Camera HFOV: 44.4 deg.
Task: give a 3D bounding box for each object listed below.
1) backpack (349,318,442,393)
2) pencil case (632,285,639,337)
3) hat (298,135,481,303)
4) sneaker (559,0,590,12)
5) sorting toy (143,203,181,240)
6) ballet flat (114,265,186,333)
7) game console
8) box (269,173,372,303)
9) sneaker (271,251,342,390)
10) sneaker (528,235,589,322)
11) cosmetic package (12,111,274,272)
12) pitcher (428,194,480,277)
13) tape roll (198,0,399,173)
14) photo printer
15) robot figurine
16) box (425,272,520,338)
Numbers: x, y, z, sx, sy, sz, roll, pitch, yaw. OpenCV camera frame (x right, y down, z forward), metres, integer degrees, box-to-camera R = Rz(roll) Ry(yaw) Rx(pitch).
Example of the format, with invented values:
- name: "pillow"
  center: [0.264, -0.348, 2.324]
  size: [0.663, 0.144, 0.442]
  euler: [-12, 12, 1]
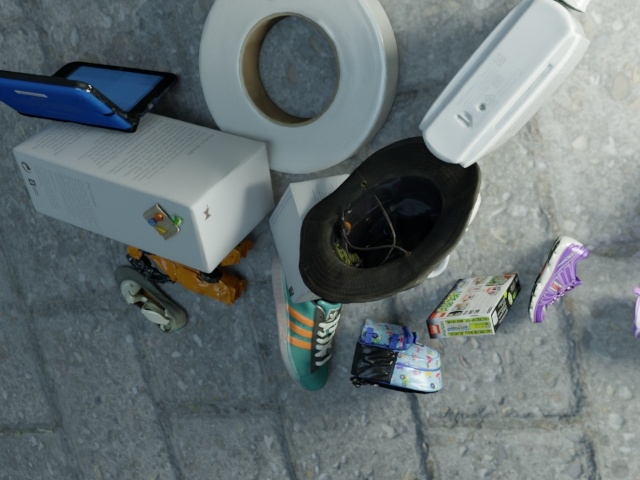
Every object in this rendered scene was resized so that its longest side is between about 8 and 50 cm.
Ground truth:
- name: "backpack"
  center: [0.153, 0.226, 1.499]
  size: [0.173, 0.158, 0.117]
  euler: [11, 94, 8]
- name: "pencil case"
  center: [0.615, 0.132, 1.276]
  size: [0.206, 0.086, 0.088]
  euler: [5, 122, 24]
- name: "hat"
  center: [0.129, -0.004, 1.273]
  size: [0.331, 0.331, 0.134]
  euler: [-15, 135, 29]
- name: "sneaker"
  center: [0.365, -0.421, 1.236]
  size: [0.152, 0.053, 0.061]
  euler: [33, 109, 6]
- name: "sorting toy"
  center: [-0.273, -0.034, 1.365]
  size: [0.062, 0.012, 0.083]
  euler: [50, 140, -11]
- name: "ballet flat"
  center: [-0.398, 0.133, 1.778]
  size: [0.213, 0.068, 0.072]
  euler: [36, 119, 11]
- name: "game console"
  center: [-0.475, -0.320, 1.528]
  size: [0.293, 0.250, 0.173]
  euler: [11, 77, 22]
- name: "box"
  center: [0.000, 0.000, 1.438]
  size: [0.181, 0.119, 0.182]
  euler: [129, 126, -64]
- name: "sneaker"
  center: [-0.013, 0.164, 1.580]
  size: [0.121, 0.108, 0.302]
  euler: [-3, 104, 31]
- name: "sneaker"
  center: [0.414, 0.078, 1.370]
  size: [0.071, 0.068, 0.170]
  euler: [25, 116, 10]
- name: "cosmetic package"
  center: [-0.342, -0.121, 1.531]
  size: [0.453, 0.230, 0.162]
  euler: [18, 135, 27]
- name: "pitcher"
  center: [0.202, -0.026, 1.416]
  size: [0.177, 0.125, 0.207]
  euler: [32, 124, -25]
- name: "tape roll"
  center: [-0.046, -0.320, 1.453]
  size: [0.392, 0.072, 0.392]
  euler: [8, 110, 24]
- name: "photo printer"
  center: [0.286, -0.239, 1.181]
  size: [0.107, 0.307, 0.256]
  euler: [43, 114, 8]
- name: "robot figurine"
  center: [-0.292, 0.018, 1.672]
  size: [0.291, 0.085, 0.211]
  euler: [23, 123, 17]
- name: "box"
  center: [0.270, 0.111, 1.367]
  size: [0.114, 0.207, 0.036]
  euler: [-8, 103, 29]
